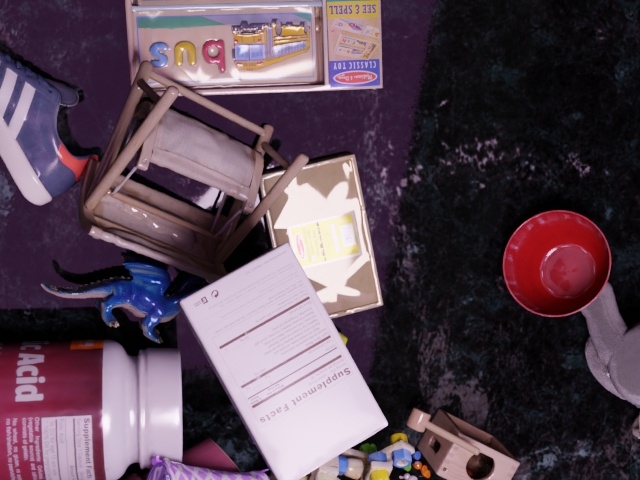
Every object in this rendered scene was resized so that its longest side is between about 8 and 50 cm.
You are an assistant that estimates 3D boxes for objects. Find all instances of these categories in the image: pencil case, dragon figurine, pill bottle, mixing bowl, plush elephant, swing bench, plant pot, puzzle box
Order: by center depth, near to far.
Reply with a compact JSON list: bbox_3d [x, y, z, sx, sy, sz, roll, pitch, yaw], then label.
[{"bbox_3d":[-0.204,-0.092,1.511,0.253,0.165,0.255,25,101,-33],"label":"swing bench"},{"bbox_3d":[-0.171,0.383,1.513,0.206,0.088,0.086,19,140,-35],"label":"pencil case"},{"bbox_3d":[-0.414,0.267,1.538,0.392,0.224,0.224,-1,100,-10],"label":"pill bottle"},{"bbox_3d":[-0.106,-0.367,1.570,0.409,0.052,0.272,-4,101,-10],"label":"puzzle box"},{"bbox_3d":[-0.292,0.071,1.594,0.289,0.085,0.144,23,93,-18],"label":"dragon figurine"},{"bbox_3d":[-0.212,0.432,1.630,0.180,0.201,0.201,-39,104,-17],"label":"plant pot"},{"bbox_3d":[0.413,0.045,1.694,0.181,0.098,0.181,-5,78,26],"label":"mixing bowl"},{"bbox_3d":[0.618,0.223,1.718,0.272,0.255,0.330,-16,65,31],"label":"plush elephant"}]

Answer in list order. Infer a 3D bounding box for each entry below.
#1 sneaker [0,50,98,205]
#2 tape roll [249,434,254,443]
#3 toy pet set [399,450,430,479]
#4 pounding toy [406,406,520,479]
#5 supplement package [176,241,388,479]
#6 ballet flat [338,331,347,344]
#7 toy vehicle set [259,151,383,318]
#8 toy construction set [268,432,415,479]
[{"bbox_3d":[-0.460,-0.234,1.500,0.148,0.131,0.350,-30,109,-11],"label":"sneaker"},{"bbox_3d":[-0.077,0.233,1.610,0.080,0.189,0.189,-1,100,-9],"label":"tape roll"},{"bbox_3d":[0.141,0.454,1.760,0.122,0.065,0.114,-40,109,-37],"label":"toy pet set"},{"bbox_3d":[0.224,0.364,1.690,0.206,0.181,0.094,28,94,-13],"label":"pounding toy"},{"bbox_3d":[-0.061,0.173,1.430,0.175,0.177,0.293,-29,92,-11],"label":"supplement package"},{"bbox_3d":[0.000,0.262,1.691,0.077,0.077,0.231,8,97,-25],"label":"ballet flat"},{"bbox_3d":[0.000,0.000,1.661,0.166,0.035,0.267,-12,102,-8],"label":"toy vehicle set"},{"bbox_3d":[0.005,0.438,1.667,0.215,0.151,0.327,11,122,-18],"label":"toy construction set"}]
